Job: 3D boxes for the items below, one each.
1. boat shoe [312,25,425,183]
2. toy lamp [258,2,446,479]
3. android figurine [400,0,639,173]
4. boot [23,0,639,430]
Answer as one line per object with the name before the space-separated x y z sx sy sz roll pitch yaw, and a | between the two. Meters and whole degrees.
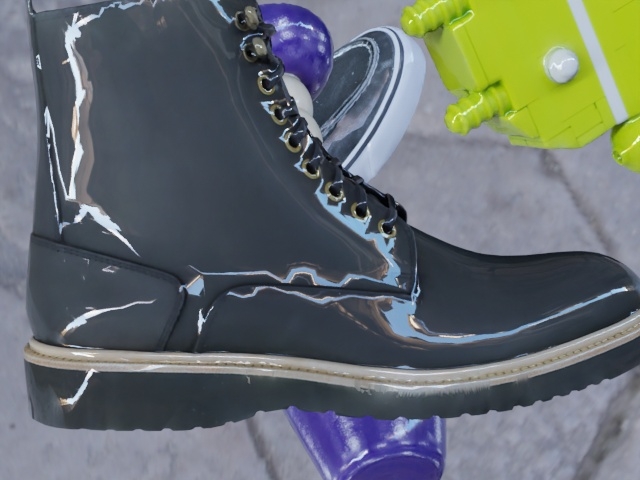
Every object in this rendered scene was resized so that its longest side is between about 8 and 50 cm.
boat shoe | -0.051 -0.062 1.199 0.306 0.105 0.113 -42 43 8
toy lamp | 0.000 0.000 0.721 0.080 0.080 0.275 -10 50 -9
android figurine | 0.166 -0.160 0.905 0.273 0.056 0.248 -30 108 -19
boot | 0.005 -0.018 0.471 0.198 0.077 0.137 -5 99 -9
